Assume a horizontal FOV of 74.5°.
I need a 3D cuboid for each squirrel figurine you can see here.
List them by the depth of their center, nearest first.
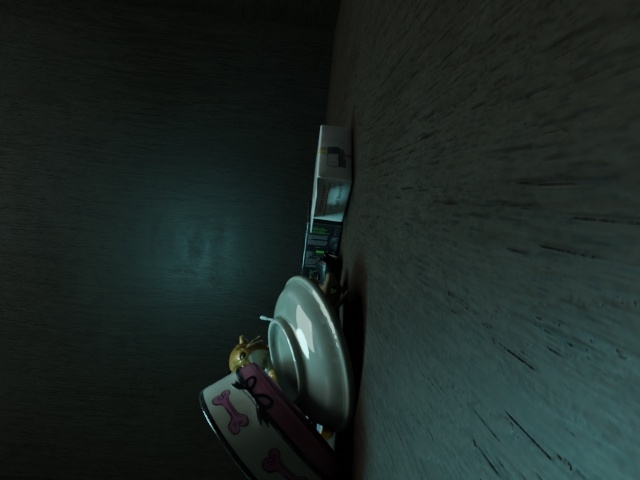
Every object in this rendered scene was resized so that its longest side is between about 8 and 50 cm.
[{"bbox_3d":[-0.180,0.521,1.724,0.397,0.370,0.281,98,180,-73],"label":"squirrel figurine"}]

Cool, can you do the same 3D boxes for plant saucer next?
[{"bbox_3d":[-0.052,0.291,1.067,0.400,0.100,0.400,36,131,57],"label":"plant saucer"}]

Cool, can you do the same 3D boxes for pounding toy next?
[{"bbox_3d":[0.040,0.209,1.231,0.269,0.155,0.154,-74,-36,-57],"label":"pounding toy"}]

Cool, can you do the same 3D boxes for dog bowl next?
[{"bbox_3d":[-0.112,0.480,1.052,0.150,0.408,0.408,-42,-8,-15],"label":"dog bowl"}]

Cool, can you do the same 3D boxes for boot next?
[{"bbox_3d":[0.015,0.168,1.440,0.246,0.094,0.207,-78,-9,-67],"label":"boot"}]

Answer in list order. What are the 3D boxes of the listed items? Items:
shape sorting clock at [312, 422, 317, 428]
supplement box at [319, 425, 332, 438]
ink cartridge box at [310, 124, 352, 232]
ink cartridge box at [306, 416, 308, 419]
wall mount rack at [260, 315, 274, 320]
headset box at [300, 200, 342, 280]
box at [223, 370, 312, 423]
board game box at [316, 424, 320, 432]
[{"bbox_3d":[-0.036,0.807,1.694,0.206,0.040,0.206,-168,90,-89],"label":"shape sorting clock"},{"bbox_3d":[0.018,0.545,1.287,0.062,0.036,0.098,100,174,-46],"label":"supplement box"},{"bbox_3d":[0.038,-0.211,1.464,0.207,0.119,0.353,101,174,-51],"label":"ink cartridge box"},{"bbox_3d":[-0.005,0.496,1.375,0.275,0.060,0.239,99,180,-48],"label":"ink cartridge box"},{"bbox_3d":[-0.170,0.511,2.015,0.130,0.304,0.350,-31,32,45],"label":"wall mount rack"},{"bbox_3d":[0.000,0.000,1.651,0.246,0.131,0.283,-92,8,-66],"label":"headset box"},{"bbox_3d":[-0.224,0.662,1.736,0.318,0.395,0.097,23,-93,-88],"label":"box"},{"bbox_3d":[0.001,0.658,1.525,0.090,0.020,0.090,100,176,-47],"label":"board game box"}]
